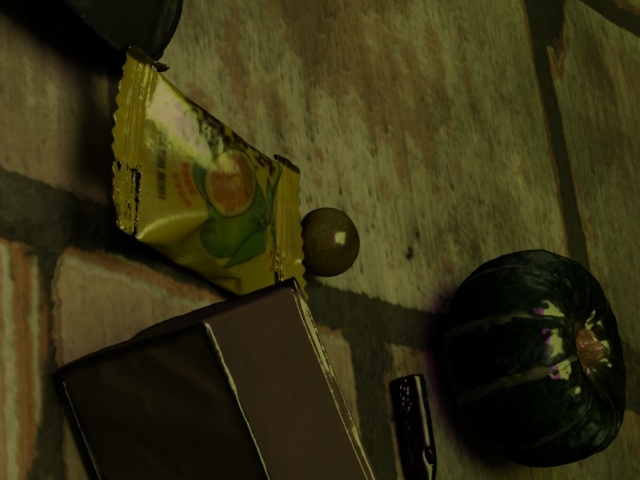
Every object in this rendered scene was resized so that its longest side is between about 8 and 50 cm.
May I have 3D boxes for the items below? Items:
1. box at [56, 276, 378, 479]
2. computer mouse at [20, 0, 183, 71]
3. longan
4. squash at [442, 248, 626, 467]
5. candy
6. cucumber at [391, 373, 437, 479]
[{"bbox_3d":[-0.076,0.181,1.270,0.153,0.188,0.252,-18,89,-56],"label":"box"},{"bbox_3d":[-0.226,-0.267,1.376,0.295,0.087,0.168,42,53,-49],"label":"computer mouse"},{"bbox_3d":[0.000,0.000,1.588,0.083,0.075,0.075,17,46,2],"label":"longan"},{"bbox_3d":[0.250,0.137,1.757,0.252,0.165,0.252,33,44,-40],"label":"squash"},{"bbox_3d":[-0.101,-0.045,1.446,0.297,0.081,0.187,33,51,-49],"label":"candy"},{"bbox_3d":[0.106,0.222,1.627,0.043,0.039,0.163,3,66,-31],"label":"cucumber"}]
